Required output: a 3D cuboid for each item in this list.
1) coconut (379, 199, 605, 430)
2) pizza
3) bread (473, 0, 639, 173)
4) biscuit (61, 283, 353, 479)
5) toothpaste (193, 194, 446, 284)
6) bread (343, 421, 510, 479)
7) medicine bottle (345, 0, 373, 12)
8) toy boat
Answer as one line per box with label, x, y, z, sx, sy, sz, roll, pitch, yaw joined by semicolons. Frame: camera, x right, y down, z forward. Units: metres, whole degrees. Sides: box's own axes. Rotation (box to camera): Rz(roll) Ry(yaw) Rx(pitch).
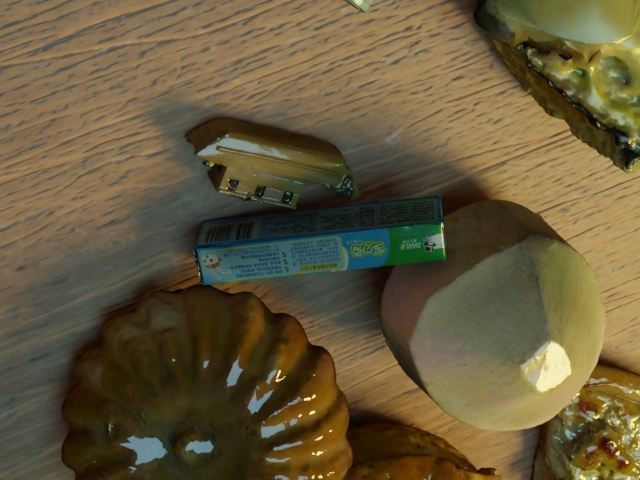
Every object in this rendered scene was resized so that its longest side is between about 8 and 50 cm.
coconut;0.200;0.087;1.434;0.259;0.259;0.259;-7;115;-16
pizza;0.395;0.287;1.653;0.323;0.089;0.223;30;106;-12
bread;0.310;-0.222;1.391;0.204;0.162;0.262;-43;97;4
biscuit;-0.128;0.211;1.378;0.325;0.107;0.326;0;92;8
toothpaste;0.000;0.000;1.379;0.266;0.065;0.050;-6;116;6
bread;0.072;0.382;1.547;0.336;0.204;0.358;20;108;-28
medicine bottle;0.082;-0.339;1.308;0.074;0.074;0.218;34;96;-28
toy boat;-0.049;-0.076;1.384;0.200;0.057;0.077;11;113;-24
